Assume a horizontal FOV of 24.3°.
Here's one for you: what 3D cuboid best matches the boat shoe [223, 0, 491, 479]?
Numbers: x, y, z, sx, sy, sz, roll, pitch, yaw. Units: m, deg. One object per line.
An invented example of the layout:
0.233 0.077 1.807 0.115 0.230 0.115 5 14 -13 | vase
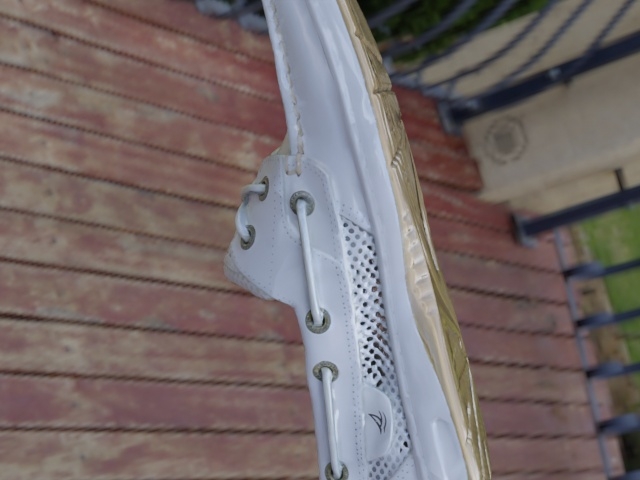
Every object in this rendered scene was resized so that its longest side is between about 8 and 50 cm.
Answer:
0.000 0.000 0.667 0.098 0.096 0.277 -19 95 -79 | boat shoe
